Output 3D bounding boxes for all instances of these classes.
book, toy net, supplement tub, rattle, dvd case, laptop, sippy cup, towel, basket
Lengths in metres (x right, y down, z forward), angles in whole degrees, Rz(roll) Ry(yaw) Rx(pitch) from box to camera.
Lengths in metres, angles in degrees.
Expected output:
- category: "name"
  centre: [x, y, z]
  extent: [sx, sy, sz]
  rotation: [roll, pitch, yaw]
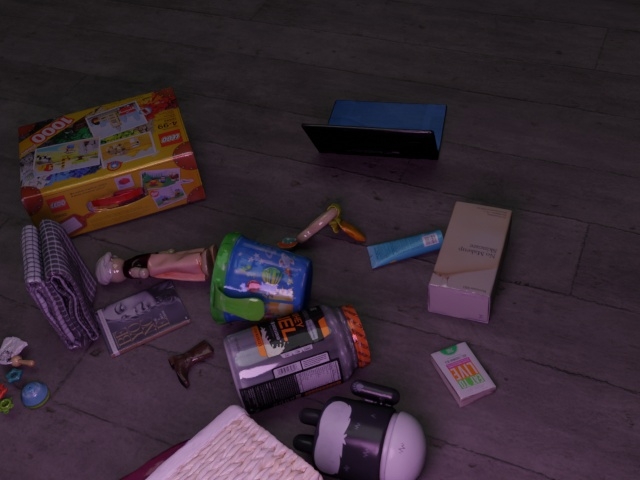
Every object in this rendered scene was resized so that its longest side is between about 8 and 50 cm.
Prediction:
- category: "book"
  centre: [0.335, 0.313, 1.792]
  extent: [0.096, 0.035, 0.144]
  rotation: [-18, 45, -14]
- category: "toy net"
  centre: [-0.772, 0.340, 1.916]
  extent: [0.122, 0.045, 0.232]
  rotation: [-28, 47, -15]
- category: "supplement tub"
  centre: [-0.054, 0.268, 1.775]
  extent: [0.315, 0.194, 0.194]
  rotation: [-17, 47, -9]
- category: "rattle"
  centre: [0.000, 0.000, 2.136]
  extent: [0.199, 0.143, 0.130]
  rotation: [-42, 20, -10]
- category: "dvd case"
  centre: [-0.475, 0.203, 2.018]
  extent: [0.221, 0.018, 0.165]
  rotation: [-24, 48, -14]
- category: "laptop"
  centre: [0.181, -0.384, 2.343]
  extent: [0.381, 0.408, 0.237]
  rotation: [5, 81, 13]
- category: "sippy cup"
  centre: [-0.140, 0.110, 1.920]
  extent: [0.223, 0.240, 0.306]
  rotation: [9, 54, 8]
- category: "towel"
  centre: [-0.659, 0.113, 1.948]
  extent: [0.121, 0.284, 0.235]
  rotation: [-23, 45, -9]
- category: "basket"
  centre: [-0.148, 0.550, 1.389]
  extent: [0.266, 0.329, 0.331]
  rotation: [20, 50, 43]

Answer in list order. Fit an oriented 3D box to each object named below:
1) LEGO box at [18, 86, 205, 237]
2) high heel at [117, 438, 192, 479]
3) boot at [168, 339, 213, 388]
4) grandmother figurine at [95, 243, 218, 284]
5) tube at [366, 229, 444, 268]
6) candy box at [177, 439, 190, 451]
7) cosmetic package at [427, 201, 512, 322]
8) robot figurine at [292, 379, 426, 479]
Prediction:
- category: "LEGO box"
  centre: [-0.647, -0.240, 2.343]
  extent: [0.499, 0.193, 0.373]
  rotation: [-17, 46, -8]
- category: "high heel"
  centre: [-0.384, 0.518, 1.683]
  extent: [0.244, 0.082, 0.117]
  rotation: [-28, 19, -1]
- category: "boot"
  centre: [-0.308, 0.304, 1.889]
  extent: [0.114, 0.037, 0.106]
  rotation: [-24, 50, -21]
- category: "grandmother figurine"
  centre: [-0.459, 0.072, 2.079]
  extent: [0.342, 0.104, 0.208]
  rotation: [-5, 3, 12]
- category: "tube"
  centre: [0.233, 0.021, 2.073]
  extent: [0.206, 0.052, 0.080]
  rotation: [-14, 41, 2]
- category: "candy box"
  centre: [-0.283, 0.532, 1.553]
  extent: [0.070, 0.196, 0.165]
  rotation: [28, 56, 29]
- category: "cosmetic package"
  centre: [0.392, 0.050, 1.975]
  extent: [0.160, 0.113, 0.310]
  rotation: [10, 48, 17]
- category: "robot figurine"
  centre: [0.088, 0.431, 1.619]
  extent: [0.278, 0.209, 0.173]
  rotation: [9, 27, 17]
